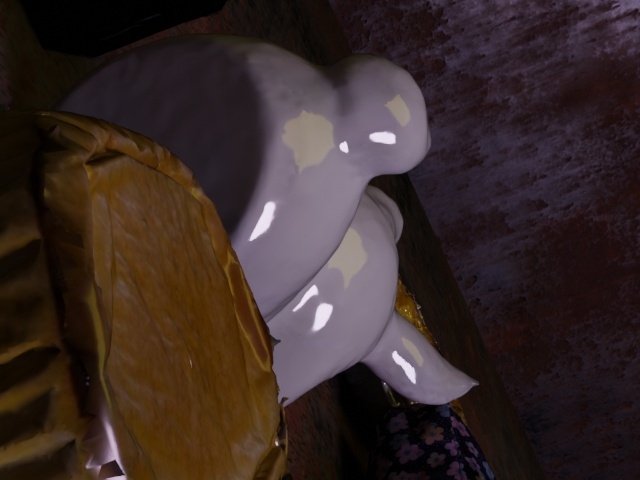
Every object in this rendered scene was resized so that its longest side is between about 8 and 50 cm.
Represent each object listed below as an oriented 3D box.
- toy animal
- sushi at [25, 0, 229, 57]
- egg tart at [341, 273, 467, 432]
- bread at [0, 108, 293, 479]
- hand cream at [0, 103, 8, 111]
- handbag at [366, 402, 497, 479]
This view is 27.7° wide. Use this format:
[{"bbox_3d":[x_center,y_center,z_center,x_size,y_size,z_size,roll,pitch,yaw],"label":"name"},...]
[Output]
[{"bbox_3d":[-0.010,0.003,0.879,0.367,0.241,0.196,46,26,-61],"label":"toy animal"},{"bbox_3d":[-0.121,-0.285,0.974,0.212,0.215,0.227,-24,91,-79],"label":"sushi"},{"bbox_3d":[0.078,0.135,1.413,0.234,0.094,0.234,59,14,-25],"label":"egg tart"},{"bbox_3d":[-0.111,0.060,0.574,0.253,0.142,0.227,32,36,-76],"label":"bread"},{"bbox_3d":[-0.199,-0.054,0.624,0.175,0.046,0.095,18,51,-67],"label":"hand cream"},{"bbox_3d":[0.117,0.280,1.236,0.228,0.127,0.207,-95,165,-57],"label":"handbag"}]
